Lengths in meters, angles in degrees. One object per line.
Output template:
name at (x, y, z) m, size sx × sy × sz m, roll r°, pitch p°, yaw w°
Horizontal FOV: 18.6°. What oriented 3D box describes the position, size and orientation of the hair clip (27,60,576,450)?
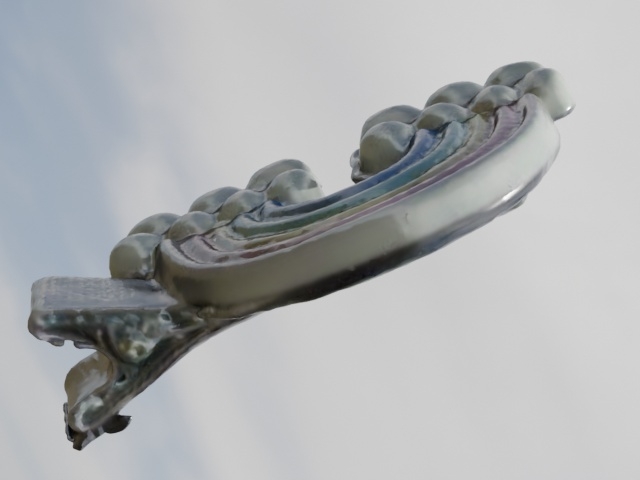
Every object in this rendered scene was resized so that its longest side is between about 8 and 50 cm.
hair clip at (0.000, 0.000, 0.697) m, size 0.140 × 0.220 × 0.054 m, roll -120°, pitch -174°, yaw -76°
